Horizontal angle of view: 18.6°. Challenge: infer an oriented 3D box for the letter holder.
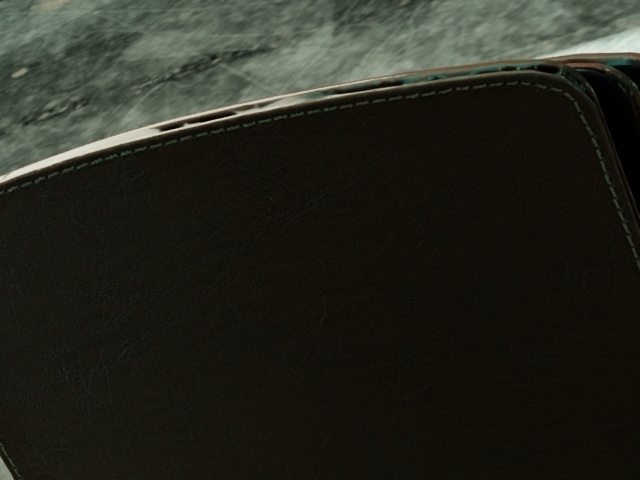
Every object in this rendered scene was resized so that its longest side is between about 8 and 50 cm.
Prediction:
[{"bbox_3d":[0.000,0.000,0.826,0.301,0.214,0.152,-13,33,21],"label":"letter holder"}]
